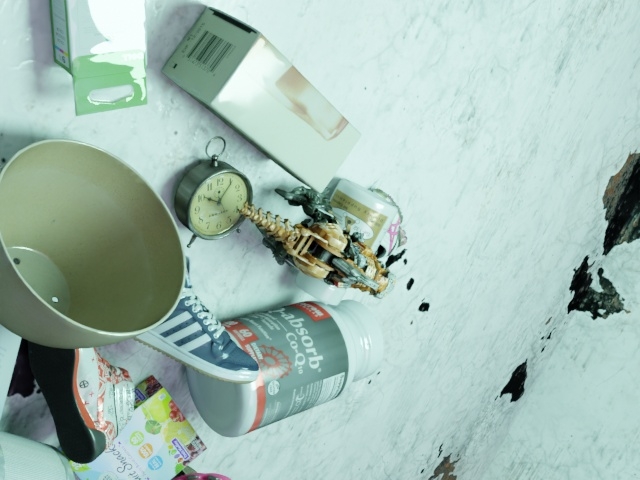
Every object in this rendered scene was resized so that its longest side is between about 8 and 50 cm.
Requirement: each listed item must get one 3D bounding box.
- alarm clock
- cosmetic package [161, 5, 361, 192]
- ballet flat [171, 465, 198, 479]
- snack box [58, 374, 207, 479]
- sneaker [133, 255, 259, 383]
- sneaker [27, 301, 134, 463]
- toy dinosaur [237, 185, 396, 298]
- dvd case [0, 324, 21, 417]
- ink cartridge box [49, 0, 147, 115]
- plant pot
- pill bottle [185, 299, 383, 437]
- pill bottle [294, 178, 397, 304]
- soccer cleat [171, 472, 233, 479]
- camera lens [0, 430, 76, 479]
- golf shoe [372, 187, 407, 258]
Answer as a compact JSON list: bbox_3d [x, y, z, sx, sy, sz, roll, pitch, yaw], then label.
[{"bbox_3d":[-0.178,-0.086,1.211,0.129,0.064,0.192,-18,131,-36],"label":"alarm clock"},{"bbox_3d":[-0.083,-0.214,1.149,0.129,0.153,0.296,-54,142,0],"label":"cosmetic package"},{"bbox_3d":[-0.316,0.473,1.470,0.084,0.058,0.250,-49,140,-9],"label":"ballet flat"},{"bbox_3d":[-0.340,0.383,1.340,0.207,0.070,0.174,-38,120,-19],"label":"snack box"},{"bbox_3d":[-0.207,0.119,1.202,0.153,0.282,0.099,-64,-177,1],"label":"sneaker"},{"bbox_3d":[-0.387,0.214,1.200,0.145,0.090,0.270,-43,123,-71],"label":"sneaker"},{"bbox_3d":[0.000,0.000,1.266,0.164,0.218,0.322,-40,128,-5],"label":"toy dinosaur"},{"bbox_3d":[-0.491,0.160,0.978,0.180,0.022,0.253,46,39,-50],"label":"dvd case"},{"bbox_3d":[-0.292,-0.280,0.963,0.109,0.062,0.209,-19,129,-36],"label":"ink cartridge box"},{"bbox_3d":[-0.354,0.033,0.994,0.191,0.284,0.284,-32,151,31],"label":"plant pot"},{"bbox_3d":[-0.062,0.234,1.438,0.363,0.210,0.210,-12,124,-41],"label":"pill bottle"},{"bbox_3d":[0.045,0.005,1.444,0.131,0.131,0.229,19,103,-49],"label":"pill bottle"},{"bbox_3d":[-0.305,0.554,1.450,0.331,0.116,0.143,-22,149,3],"label":"soccer cleat"},{"bbox_3d":[-0.522,0.389,1.079,0.219,0.219,0.274,-52,140,-4],"label":"camera lens"},{"bbox_3d":[0.132,-0.030,1.556,0.086,0.067,0.186,-39,138,-16],"label":"golf shoe"}]
